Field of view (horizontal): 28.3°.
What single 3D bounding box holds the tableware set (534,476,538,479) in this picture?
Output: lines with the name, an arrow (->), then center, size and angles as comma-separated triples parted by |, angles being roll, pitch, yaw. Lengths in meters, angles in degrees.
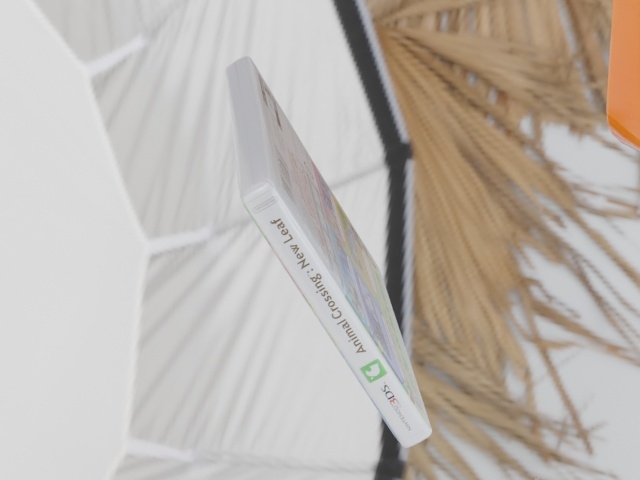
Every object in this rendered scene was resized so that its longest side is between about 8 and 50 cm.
tableware set -> 0.173, 0.269, 0.978 | 0.020, 0.169, 0.141 | -3, 160, 8

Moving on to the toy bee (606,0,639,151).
toy bee -> 0.177, -0.176, 0.459 | 0.162, 0.298, 0.195 | -18, -134, -14

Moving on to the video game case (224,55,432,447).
video game case -> 0.000, 0.000, 0.793 | 0.193, 0.023, 0.212 | 58, -172, -26
